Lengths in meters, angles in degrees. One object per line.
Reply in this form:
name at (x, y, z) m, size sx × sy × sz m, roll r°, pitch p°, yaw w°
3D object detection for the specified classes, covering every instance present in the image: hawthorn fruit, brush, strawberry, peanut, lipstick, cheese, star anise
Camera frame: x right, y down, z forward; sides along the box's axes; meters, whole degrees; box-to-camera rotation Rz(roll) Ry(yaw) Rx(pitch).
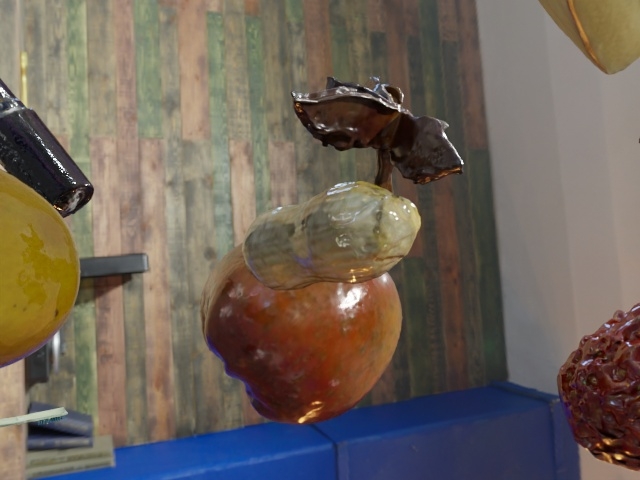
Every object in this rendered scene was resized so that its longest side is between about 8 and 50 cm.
hawthorn fruit at (-0.005, 0.090, 0.789) m, size 0.298 × 0.277 × 0.277 m, roll -45°, pitch -149°, yaw -1°
brush at (-0.362, 0.224, 0.727) m, size 0.016 × 0.084 × 0.013 m, roll 25°, pitch -71°, yaw 48°
strawberry at (0.342, 0.169, 0.588) m, size 0.234 × 0.178 × 0.233 m, roll -18°, pitch 90°, yaw -74°
peanut at (0.000, 0.000, 0.526) m, size 0.207 × 0.087 × 0.087 m, roll -13°, pitch -101°, yaw 50°
lipstick at (-0.421, -0.156, 0.778) m, size 0.299 × 0.081 × 0.081 m, roll 49°, pitch -31°, yaw 3°
cheese at (0.439, -0.448, 0.994) m, size 0.124 × 0.242 × 0.265 m, roll -30°, pitch -134°, yaw 18°
star anise at (0.044, -0.066, 0.513) m, size 0.144 × 0.140 × 0.158 m, roll -63°, pitch 173°, yaw 30°

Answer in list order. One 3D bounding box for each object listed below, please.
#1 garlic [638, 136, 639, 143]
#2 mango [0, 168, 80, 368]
garlic at (0.443, -0.147, 0.728) m, size 0.198 × 0.090 × 0.128 m, roll -68°, pitch 171°, yaw -58°
mango at (-0.274, -0.001, 0.352) m, size 0.175 × 0.254 × 0.139 m, roll 25°, pitch -92°, yaw 41°
